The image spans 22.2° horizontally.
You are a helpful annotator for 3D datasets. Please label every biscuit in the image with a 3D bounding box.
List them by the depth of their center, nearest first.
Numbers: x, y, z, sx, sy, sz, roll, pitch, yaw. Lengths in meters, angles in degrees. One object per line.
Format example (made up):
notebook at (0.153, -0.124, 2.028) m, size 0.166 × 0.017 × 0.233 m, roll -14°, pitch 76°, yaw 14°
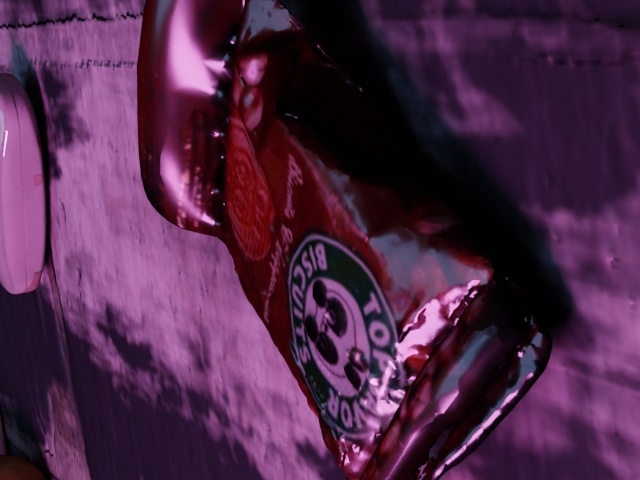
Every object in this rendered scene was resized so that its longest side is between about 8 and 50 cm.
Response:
biscuit at (-0.002, 0.004, 0.626) m, size 0.235 × 0.063 × 0.151 m, roll 58°, pitch 151°, yaw 33°

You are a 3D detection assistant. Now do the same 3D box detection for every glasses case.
glasses case at (-0.213, -0.037, 1.119) m, size 0.063 × 0.041 × 0.164 m, roll -128°, pitch 33°, yaw -48°

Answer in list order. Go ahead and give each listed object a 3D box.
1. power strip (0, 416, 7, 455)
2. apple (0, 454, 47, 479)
power strip at (-0.322, 0.145, 1.439) m, size 0.091 × 0.062 × 0.385 m, roll 14°, pitch 115°, yaw 61°
apple at (-0.263, 0.233, 1.296) m, size 0.126 × 0.102 × 0.126 m, roll 41°, pitch 136°, yaw 55°
